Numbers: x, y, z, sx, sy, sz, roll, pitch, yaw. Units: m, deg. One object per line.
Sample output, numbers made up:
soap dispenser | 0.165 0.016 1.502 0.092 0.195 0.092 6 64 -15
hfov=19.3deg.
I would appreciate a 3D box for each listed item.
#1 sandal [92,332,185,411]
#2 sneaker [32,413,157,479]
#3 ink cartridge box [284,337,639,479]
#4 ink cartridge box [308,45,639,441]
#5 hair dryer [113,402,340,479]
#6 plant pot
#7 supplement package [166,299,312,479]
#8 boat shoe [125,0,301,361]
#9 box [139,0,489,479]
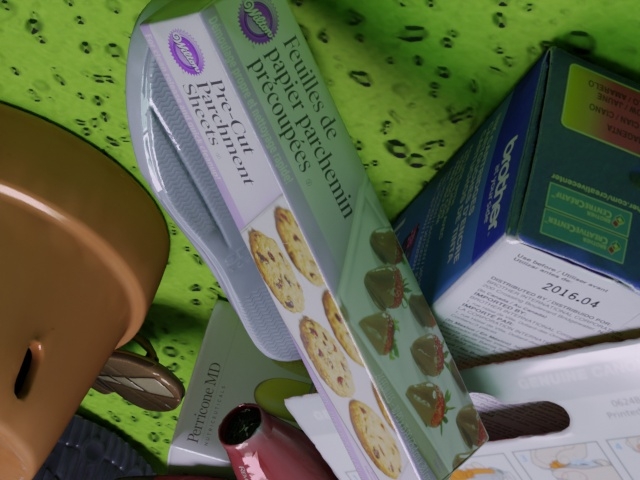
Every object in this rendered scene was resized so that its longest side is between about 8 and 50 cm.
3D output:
sandal | -0.163 0.097 1.531 0.072 0.049 0.180 43 161 -24
sneaker | -0.279 0.194 1.719 0.319 0.112 0.131 39 159 -30
ink cartridge box | 0.201 0.197 1.265 0.308 0.091 0.385 -14 123 40
ink cartridge box | 0.192 0.043 1.202 0.270 0.151 0.395 22 151 -12
hair dryer | -0.052 0.206 1.376 0.223 0.080 0.293 17 146 1
plant pot | -0.273 0.055 1.369 0.291 0.203 0.291 10 150 6
supplement package | 0.011 0.163 1.486 0.244 0.139 0.134 15 150 0
boat shoe | -0.064 -0.045 1.218 0.109 0.094 0.302 -29 132 -13
box | 0.000 0.000 1.105 0.067 0.063 0.324 -2 118 50
